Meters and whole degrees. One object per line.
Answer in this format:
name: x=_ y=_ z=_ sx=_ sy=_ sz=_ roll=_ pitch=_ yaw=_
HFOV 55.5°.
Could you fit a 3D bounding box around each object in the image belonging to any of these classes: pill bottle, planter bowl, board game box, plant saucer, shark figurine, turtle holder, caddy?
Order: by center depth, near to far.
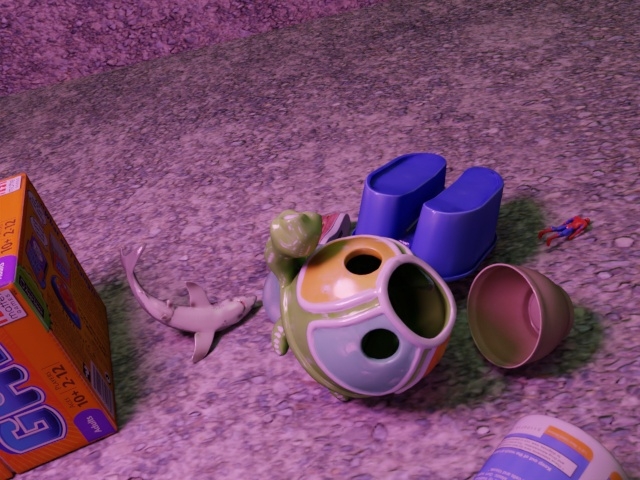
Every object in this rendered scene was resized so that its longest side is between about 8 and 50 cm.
pill bottle: x=0.221 y=0.344 z=0.691 sx=0.152 sy=0.152 sz=0.272 roll=24 pitch=52 yaw=41
turtle holder: x=0.065 y=0.083 z=0.932 sx=0.243 sy=0.320 sz=0.227 roll=-22 pitch=-3 yaw=-35
planter bowl: x=0.327 y=0.116 z=0.966 sx=0.109 sy=0.162 sz=0.162 roll=0 pitch=29 yaw=-27
board game box: x=-0.602 y=0.164 z=1.048 sx=0.357 sy=0.356 sz=0.356 roll=-22 pitch=37 yaw=-8
caddy: x=0.207 y=-0.036 z=1.163 sx=0.241 sy=0.179 sz=0.341 roll=21 pitch=32 yaw=25
plant saucer: x=-0.027 y=0.082 z=1.164 sx=0.195 sy=0.037 sz=0.194 roll=-9 pitch=57 yaw=15
shark figurine: x=-0.284 y=0.127 z=1.176 sx=0.166 sy=0.278 sz=0.116 roll=-67 pitch=14 yaw=-14

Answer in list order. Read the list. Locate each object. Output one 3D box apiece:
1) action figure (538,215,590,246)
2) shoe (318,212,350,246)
action figure: x=0.477 y=-0.021 z=1.178 sx=0.115 sy=0.030 sz=0.038 roll=-21 pitch=42 yaw=-16
shoe: x=0.000 y=0.000 z=1.299 sx=0.081 sy=0.063 sz=0.178 roll=1 pitch=35 yaw=24
